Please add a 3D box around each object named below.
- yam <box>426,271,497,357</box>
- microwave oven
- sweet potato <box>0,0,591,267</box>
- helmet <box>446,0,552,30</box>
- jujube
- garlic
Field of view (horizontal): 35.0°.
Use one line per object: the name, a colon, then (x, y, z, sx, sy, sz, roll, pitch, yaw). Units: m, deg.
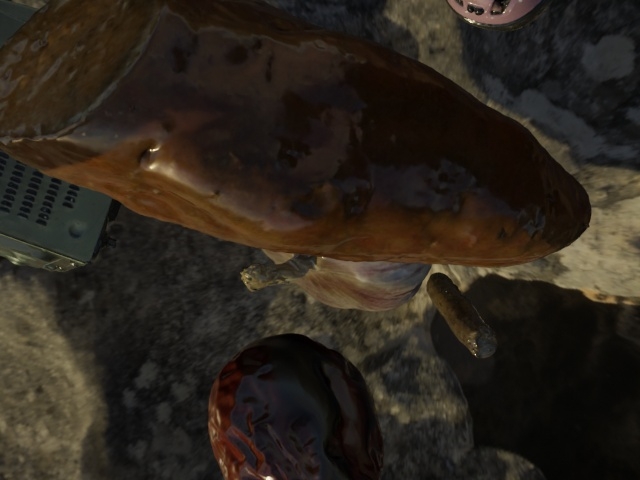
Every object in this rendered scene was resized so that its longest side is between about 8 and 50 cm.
yam: (0.213, 0.110, 1.547, 0.056, 0.241, 0.057, -3, 110, -9)
microwave oven: (-0.382, -0.129, 1.418, 0.247, 0.394, 0.333, 19, 82, -17)
sweet potato: (0.001, -0.037, 0.391, 0.251, 0.097, 0.097, 16, 93, -19)
helmet: (0.278, -0.444, 1.524, 0.198, 0.154, 0.253, 23, 98, 20)
jujube: (-0.015, 0.184, 0.922, 0.168, 0.236, 0.168, -6, 115, -14)
garlic: (0.000, 0.000, 1.197, 0.245, 0.253, 0.245, 22, 130, 29)
